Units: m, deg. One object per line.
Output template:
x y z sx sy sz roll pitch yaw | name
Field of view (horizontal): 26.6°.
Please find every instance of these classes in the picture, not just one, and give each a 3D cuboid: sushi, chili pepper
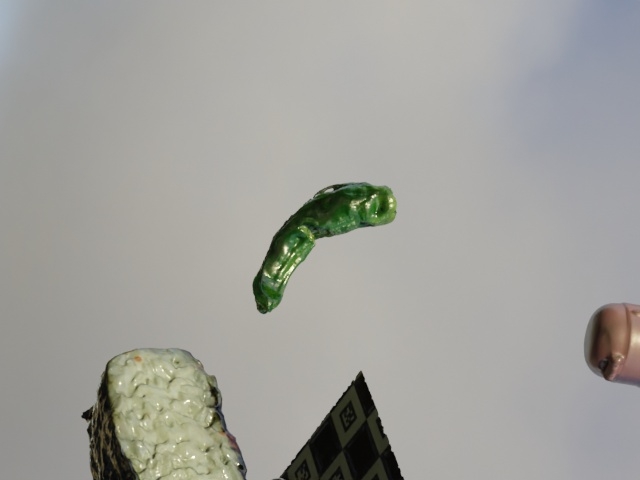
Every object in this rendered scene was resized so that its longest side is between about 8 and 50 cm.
-0.014 0.402 1.749 0.359 0.064 0.343 -54 -144 29 | sushi
-0.151 0.217 1.281 0.225 0.124 0.127 64 -37 36 | sushi
-0.006 -0.003 1.362 0.182 0.050 0.073 -40 -109 -4 | chili pepper

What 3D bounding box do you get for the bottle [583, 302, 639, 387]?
0.405 0.124 1.473 0.110 0.233 0.110 -171 -90 -88 | bottle
